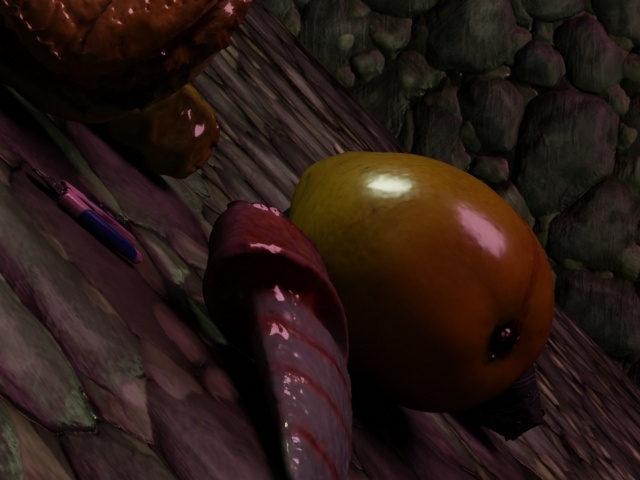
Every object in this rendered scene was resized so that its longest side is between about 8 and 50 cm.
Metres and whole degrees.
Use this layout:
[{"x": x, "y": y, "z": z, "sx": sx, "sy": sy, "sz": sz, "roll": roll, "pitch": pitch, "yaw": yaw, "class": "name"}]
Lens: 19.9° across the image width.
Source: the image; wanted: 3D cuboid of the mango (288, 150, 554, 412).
[{"x": 0.083, "y": 0.027, "z": 1.769, "sx": 0.264, "sy": 0.221, "sz": 0.378, "roll": 39, "pitch": 3, "yaw": -26, "class": "mango"}]

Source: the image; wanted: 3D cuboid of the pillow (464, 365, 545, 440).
[{"x": 0.134, "y": 0.087, "z": 2.072, "sx": 0.335, "sy": 0.092, "sz": 0.161, "roll": 48, "pitch": -16, "yaw": 11, "class": "pillow"}]

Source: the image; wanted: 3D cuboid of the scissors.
[{"x": -0.179, "y": -0.022, "z": 1.389, "sx": 0.113, "sy": 0.012, "sz": 0.039, "roll": 41, "pitch": 10, "yaw": -31, "class": "scissors"}]

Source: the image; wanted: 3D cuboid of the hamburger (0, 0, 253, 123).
[{"x": -0.195, "y": -0.240, "z": 1.506, "sx": 0.283, "sy": 0.259, "sz": 0.144, "roll": 54, "pitch": -19, "yaw": 17, "class": "hamburger"}]

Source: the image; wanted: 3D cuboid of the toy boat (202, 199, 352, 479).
[{"x": -0.014, "y": 0.113, "z": 1.397, "sx": 0.206, "sy": 0.096, "sz": 0.282, "roll": 58, "pitch": 9, "yaw": -38, "class": "toy boat"}]

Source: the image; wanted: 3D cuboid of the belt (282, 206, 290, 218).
[{"x": 0.000, "y": 0.000, "z": 2.000, "sx": 0.105, "sy": 0.058, "sz": 0.140, "roll": 49, "pitch": 8, "yaw": -7, "class": "belt"}]

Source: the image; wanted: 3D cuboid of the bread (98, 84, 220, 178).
[{"x": -0.195, "y": -0.155, "z": 1.668, "sx": 0.269, "sy": 0.087, "sz": 0.098, "roll": 43, "pitch": 6, "yaw": -31, "class": "bread"}]
